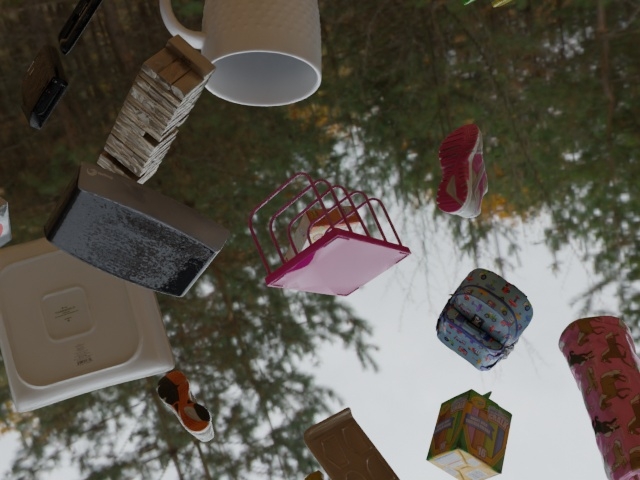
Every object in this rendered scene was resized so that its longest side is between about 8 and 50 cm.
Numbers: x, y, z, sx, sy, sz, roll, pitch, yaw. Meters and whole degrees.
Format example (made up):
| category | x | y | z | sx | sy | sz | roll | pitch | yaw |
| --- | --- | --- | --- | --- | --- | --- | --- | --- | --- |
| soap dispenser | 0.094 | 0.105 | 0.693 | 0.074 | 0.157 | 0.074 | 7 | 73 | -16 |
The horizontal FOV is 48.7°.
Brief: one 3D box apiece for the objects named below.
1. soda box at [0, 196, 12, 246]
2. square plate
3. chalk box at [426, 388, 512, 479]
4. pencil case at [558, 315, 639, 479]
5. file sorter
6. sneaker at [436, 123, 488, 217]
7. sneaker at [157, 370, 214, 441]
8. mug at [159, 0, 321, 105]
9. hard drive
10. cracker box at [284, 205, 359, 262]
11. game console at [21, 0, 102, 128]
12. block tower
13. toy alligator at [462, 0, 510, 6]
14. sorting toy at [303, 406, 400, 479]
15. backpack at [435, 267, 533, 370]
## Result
| category | x | y | z | sx | sy | sz | roll | pitch | yaw |
| --- | --- | --- | --- | --- | --- | --- | --- | --- | --- |
| soda box | -0.617 | -0.084 | 1.096 | 0.286 | 0.098 | 0.091 | 34 | -129 | 11 |
| square plate | -0.512 | 0.148 | 1.459 | 0.348 | 0.343 | 0.049 | -16 | 177 | 0 |
| chalk box | 0.365 | 0.453 | 1.707 | 0.132 | 0.132 | 0.213 | -47 | -166 | 48 |
| pencil case | 0.594 | 0.323 | 1.391 | 0.160 | 0.167 | 0.386 | -1 | -138 | -3 |
| file sorter | 0.016 | -0.012 | 1.560 | 0.202 | 0.182 | 0.291 | -36 | 152 | 27 |
| sneaker | 0.349 | -0.161 | 1.709 | 0.103 | 0.111 | 0.252 | -4 | -116 | 40 |
| sneaker | -0.408 | 0.510 | 2.141 | 0.099 | 0.121 | 0.262 | -29 | -133 | -18 |
| mug | -0.183 | -0.526 | 1.641 | 0.375 | 0.327 | 0.276 | 4 | 164 | -20 |
| hard drive | -0.292 | -0.005 | 1.123 | 0.172 | 0.255 | 0.054 | -47 | -151 | 31 |
| cracker box | 0.000 | 0.000 | 2.082 | 0.156 | 0.232 | 0.067 | -7 | -126 | -28 |
| game console | -0.551 | -0.426 | 1.546 | 0.361 | 0.044 | 0.213 | -51 | -140 | 15 |
| block tower | -0.310 | -0.218 | 1.294 | 0.335 | 0.091 | 0.097 | -45 | -173 | 46 |
| toy alligator | 0.216 | -0.294 | 0.735 | 0.190 | 0.056 | 0.051 | -18 | -174 | 45 |
| sorting toy | 0.047 | 0.502 | 1.537 | 0.041 | 0.229 | 0.307 | -43 | 162 | 25 |
| backpack | 0.310 | 0.143 | 1.335 | 0.158 | 0.173 | 0.117 | 39 | -120 | 17 |
